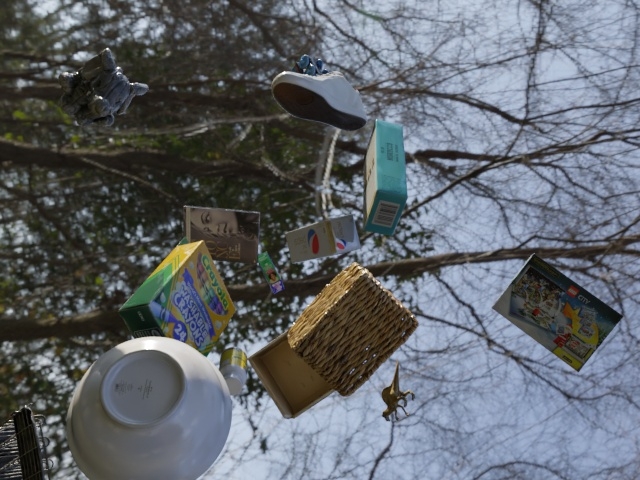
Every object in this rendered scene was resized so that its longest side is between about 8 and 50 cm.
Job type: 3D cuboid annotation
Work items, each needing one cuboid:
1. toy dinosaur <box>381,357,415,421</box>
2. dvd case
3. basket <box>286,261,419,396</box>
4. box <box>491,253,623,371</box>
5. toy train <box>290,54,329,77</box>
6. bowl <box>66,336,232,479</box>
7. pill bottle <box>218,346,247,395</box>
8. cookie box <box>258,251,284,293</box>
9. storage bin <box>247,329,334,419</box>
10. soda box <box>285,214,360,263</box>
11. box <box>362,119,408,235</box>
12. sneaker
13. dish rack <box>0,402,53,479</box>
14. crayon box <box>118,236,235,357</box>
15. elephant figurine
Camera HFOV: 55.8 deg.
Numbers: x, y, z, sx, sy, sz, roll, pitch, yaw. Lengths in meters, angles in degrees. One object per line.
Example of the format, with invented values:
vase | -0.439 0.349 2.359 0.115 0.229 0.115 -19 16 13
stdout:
toy dinosaur | 0.210 0.429 1.679 0.092 0.053 0.183 17 -82 38
dvd case | -0.290 -0.015 1.768 0.018 0.221 0.165 -85 180 -66
basket | 0.081 0.242 1.685 0.223 0.299 0.213 43 -1 -11
box | 0.533 0.162 1.375 0.233 0.044 0.159 38 -85 14
toy train | -0.026 -0.468 1.796 0.105 0.080 0.184 -52 -132 36
bowl | -0.304 0.283 1.066 0.298 0.297 0.134 54 -27 28
pill bottle | -0.198 0.297 1.368 0.116 0.065 0.065 -103 -168 -67
cookie box | -0.156 0.100 1.874 0.107 0.040 0.092 60 -8 21
storage bin | -0.067 0.447 2.114 0.260 0.262 0.123 56 5 13
soda box | 0.000 0.000 1.275 0.216 0.069 0.074 -15 -92 64
box | 0.124 -0.127 1.184 0.244 0.060 0.100 -84 -172 -48
sneaker | -0.008 -0.356 1.442 0.106 0.290 0.123 -22 -114 38
dish rack | -0.502 0.394 1.022 0.271 0.074 0.208 -35 -113 38
crayon box | -0.298 0.142 1.359 0.083 0.323 0.203 -13 -66 20
elephant figurine | -0.488 -0.350 1.401 0.239 0.169 0.186 -4 -92 46
